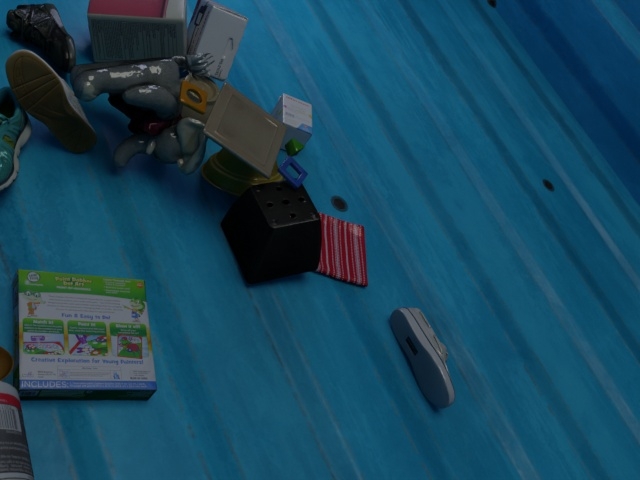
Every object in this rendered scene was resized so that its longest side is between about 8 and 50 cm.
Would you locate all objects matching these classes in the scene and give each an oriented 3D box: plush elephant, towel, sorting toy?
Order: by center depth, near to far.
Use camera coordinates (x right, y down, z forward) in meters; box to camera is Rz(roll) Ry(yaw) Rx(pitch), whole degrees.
[{"bbox_3d":[-0.174,-0.242,1.683,0.347,0.047,0.196,34,43,-22],"label":"sorting toy"},{"bbox_3d":[-0.386,-0.275,1.690,0.330,0.255,0.272,-14,20,-24],"label":"plush elephant"},{"bbox_3d":[0.000,0.000,1.904,0.275,0.031,0.199,19,47,-22],"label":"towel"}]

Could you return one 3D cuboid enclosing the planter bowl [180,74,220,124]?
[{"bbox_3d":[-0.320,-0.355,1.911,0.162,0.109,0.162,19,46,-21],"label":"planter bowl"}]

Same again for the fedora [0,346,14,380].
[{"bbox_3d":[-0.595,0.177,1.224,0.194,0.079,0.194,10,15,-3],"label":"fedora"}]

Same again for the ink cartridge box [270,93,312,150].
[{"bbox_3d":[-0.083,-0.327,2.074,0.092,0.090,0.143,20,45,-22],"label":"ink cartridge box"}]

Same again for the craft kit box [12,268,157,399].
[{"bbox_3d":[-0.446,0.178,1.413,0.250,0.061,0.247,8,54,-31],"label":"craft kit box"}]

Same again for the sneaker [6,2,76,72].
[{"bbox_3d":[-0.667,-0.480,1.785,0.130,0.087,0.227,-12,60,-39],"label":"sneaker"}]

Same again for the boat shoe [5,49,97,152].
[{"bbox_3d":[-0.584,-0.308,1.617,0.098,0.277,0.096,-27,50,-2],"label":"boat shoe"}]

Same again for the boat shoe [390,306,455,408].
[{"bbox_3d":[0.264,0.277,1.821,0.088,0.096,0.267,-6,51,-34],"label":"boat shoe"}]

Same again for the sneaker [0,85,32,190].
[{"bbox_3d":[-0.664,-0.204,1.522,0.107,0.110,0.275,4,48,-8],"label":"sneaker"}]

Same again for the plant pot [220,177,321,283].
[{"bbox_3d":[-0.101,-0.037,1.726,0.188,0.167,0.187,-12,57,-27],"label":"plant pot"}]

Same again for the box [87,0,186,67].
[{"bbox_3d":[-0.453,-0.536,1.882,0.232,0.149,0.127,1,51,-8],"label":"box"}]

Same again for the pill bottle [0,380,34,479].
[{"bbox_3d":[-0.510,0.382,1.102,0.176,0.176,0.318,-1,56,-36],"label":"pill bottle"}]

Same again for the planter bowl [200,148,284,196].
[{"bbox_3d":[-0.177,-0.191,1.833,0.217,0.090,0.217,12,28,-7],"label":"planter bowl"}]

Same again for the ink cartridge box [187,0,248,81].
[{"bbox_3d":[-0.285,-0.531,1.968,0.100,0.172,0.237,17,16,-24],"label":"ink cartridge box"}]
